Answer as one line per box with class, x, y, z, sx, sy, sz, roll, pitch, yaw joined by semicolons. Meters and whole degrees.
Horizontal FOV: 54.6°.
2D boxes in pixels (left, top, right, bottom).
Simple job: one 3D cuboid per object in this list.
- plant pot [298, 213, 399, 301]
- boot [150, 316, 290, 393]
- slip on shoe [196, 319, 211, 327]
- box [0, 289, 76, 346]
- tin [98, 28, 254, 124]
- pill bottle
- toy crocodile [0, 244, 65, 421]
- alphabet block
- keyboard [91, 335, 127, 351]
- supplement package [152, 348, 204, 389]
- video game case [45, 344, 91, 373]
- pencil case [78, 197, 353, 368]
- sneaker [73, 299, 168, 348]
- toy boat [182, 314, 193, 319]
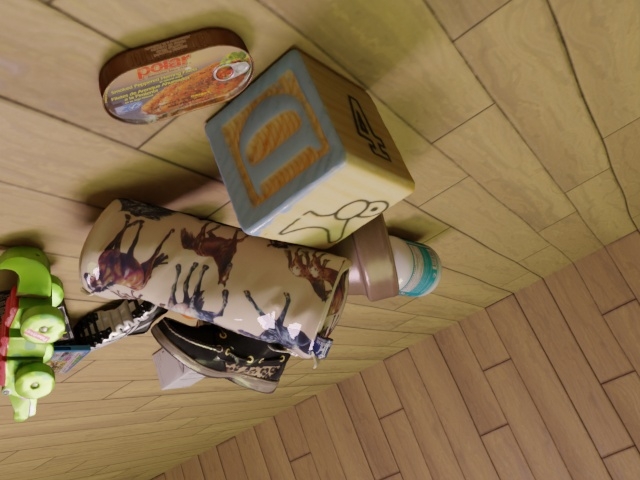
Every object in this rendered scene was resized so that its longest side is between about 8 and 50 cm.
plant pot;0.000;0.000;1.122;0.229;0.263;0.263;-14;158;3
boot;-0.168;0.178;1.413;0.377;0.138;0.284;34;93;-39
slip on shoe;-0.167;0.204;1.597;0.331;0.123;0.101;-2;164;-33
box;-0.613;0.174;1.163;0.269;0.060;0.216;-14;156;-21
tin;-0.176;-0.201;0.762;0.189;0.040;0.106;-19;162;-10
pill bottle;0.192;0.065;1.568;0.146;0.146;0.264;-34;154;27
toy crocodile;-0.497;0.164;1.046;0.105;0.115;0.341;5;123;-27
alphabet block;-0.014;-0.119;0.894;0.192;0.194;0.197;-32;156;26
keyboard;-0.545;0.243;1.451;0.255;0.014;0.072;-23;153;0
supplement package;-0.352;0.318;1.678;0.179;0.105;0.105;-36;154;28
video game case;-0.566;0.241;1.246;0.166;0.015;0.119;9;142;-47
pencil case;-0.164;0.063;0.973;0.409;0.184;0.160;16;-176;3
sneaker;-0.422;0.178;1.329;0.234;0.078;0.106;-29;155;10
toy boat;-0.250;0.075;1.160;0.150;0.151;0.231;-11;155;-27
